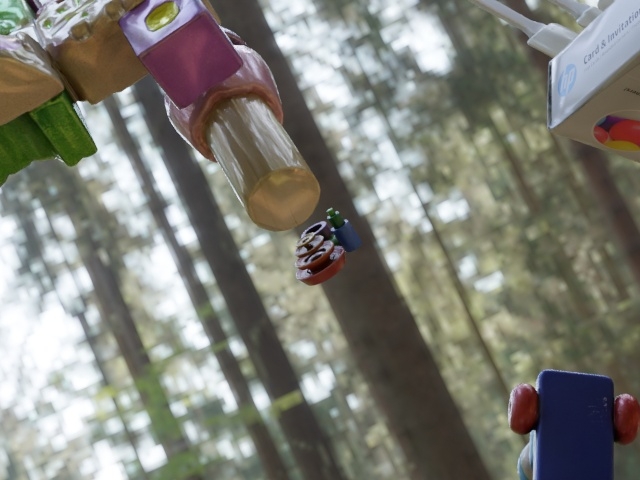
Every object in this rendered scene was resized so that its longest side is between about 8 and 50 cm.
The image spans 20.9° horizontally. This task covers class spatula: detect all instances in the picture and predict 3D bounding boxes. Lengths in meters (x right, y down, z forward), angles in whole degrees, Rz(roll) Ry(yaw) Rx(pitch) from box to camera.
[{"bbox_3d":[0.191,-0.218,1.511,0.168,0.242,0.019,-38,-28,-40],"label":"spatula"}]

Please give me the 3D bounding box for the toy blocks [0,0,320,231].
[{"bbox_3d":[-0.199,-0.117,0.941,0.288,0.260,0.309,-31,-49,0],"label":"toy blocks"}]

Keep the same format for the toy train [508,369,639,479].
[{"bbox_3d":[0.195,0.244,1.412,0.105,0.248,0.143,6,-30,-1],"label":"toy train"}]

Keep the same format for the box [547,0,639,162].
[{"bbox_3d":[0.193,-0.076,0.633,0.145,0.038,0.186,17,-33,-20],"label":"box"}]

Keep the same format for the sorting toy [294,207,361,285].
[{"bbox_3d":[0.000,0.000,1.537,0.061,0.042,0.102,-29,18,10],"label":"sorting toy"}]
